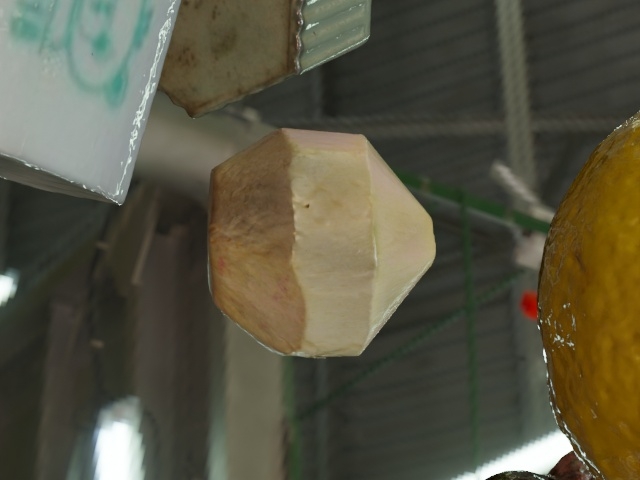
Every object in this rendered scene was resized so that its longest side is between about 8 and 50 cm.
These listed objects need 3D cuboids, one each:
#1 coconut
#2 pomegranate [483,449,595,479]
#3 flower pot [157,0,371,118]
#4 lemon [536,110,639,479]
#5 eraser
[{"bbox_3d":[0.000,0.000,1.916,0.259,0.259,0.259,-34,-133,46],"label":"coconut"},{"bbox_3d":[0.189,0.238,1.444,0.163,0.138,0.125,-37,-147,15],"label":"pomegranate"},{"bbox_3d":[-0.077,-0.247,1.686,0.209,0.239,0.189,-53,171,28],"label":"flower pot"},{"bbox_3d":[0.209,0.028,0.872,0.204,0.204,0.260,-23,-138,53],"label":"lemon"},{"bbox_3d":[-0.131,-0.177,0.880,0.104,0.189,0.290,13,-95,25],"label":"eraser"}]
